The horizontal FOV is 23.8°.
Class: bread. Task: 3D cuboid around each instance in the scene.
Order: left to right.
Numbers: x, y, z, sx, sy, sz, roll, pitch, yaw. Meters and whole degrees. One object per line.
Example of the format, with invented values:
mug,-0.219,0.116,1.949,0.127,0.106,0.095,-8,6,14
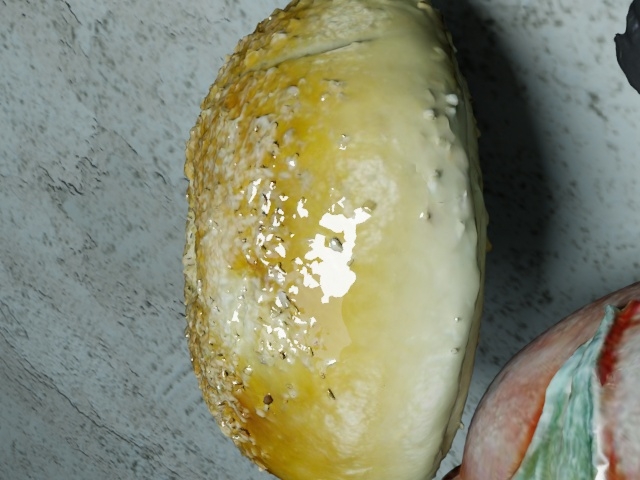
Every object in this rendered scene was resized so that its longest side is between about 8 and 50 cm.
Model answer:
bread,0.000,0.000,0.868,0.159,0.305,0.305,2,143,-6

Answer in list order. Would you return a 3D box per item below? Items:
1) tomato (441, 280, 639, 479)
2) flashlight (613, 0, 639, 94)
tomato,0.206,0.173,0.784,0.283,0.316,0.317,10,159,-25
flashlight,0.175,-0.158,0.672,0.093,0.093,0.232,26,148,29
